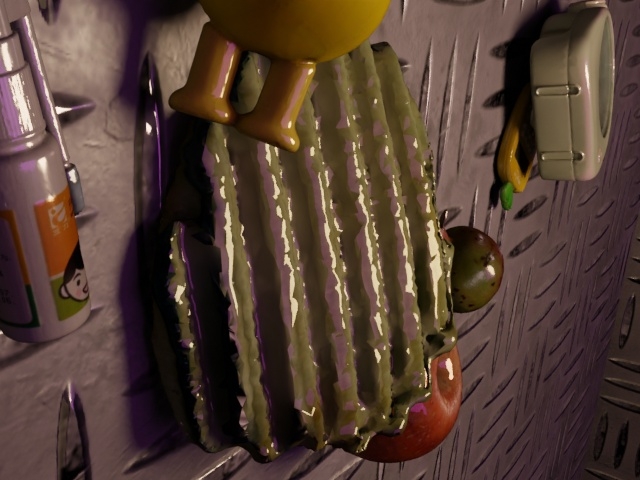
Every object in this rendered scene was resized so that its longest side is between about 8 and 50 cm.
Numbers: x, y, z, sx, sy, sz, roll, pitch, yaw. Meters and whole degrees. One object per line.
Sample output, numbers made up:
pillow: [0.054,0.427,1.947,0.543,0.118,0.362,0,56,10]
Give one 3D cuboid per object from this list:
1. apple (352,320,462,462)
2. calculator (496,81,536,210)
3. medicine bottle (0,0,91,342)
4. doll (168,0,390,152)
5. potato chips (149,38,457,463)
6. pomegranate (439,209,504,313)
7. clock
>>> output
apple: [0.075,0.163,0.922,0.201,0.162,0.201,27,60,-59]
calculator: [0.352,-0.168,1.364,0.146,0.032,0.235,38,69,-58]
medicine bottle: [-0.185,-0.050,0.483,0.092,0.061,0.221,-73,163,-60]
doll: [-0.012,-0.251,0.549,0.145,0.199,0.363,-119,-132,-73]
potato chips: [0.000,0.000,0.732,0.358,0.070,0.429,-17,103,-38]
pomegranate: [0.188,0.026,1.110,0.159,0.129,0.129,52,45,-2]
clock: [0.449,-0.279,1.359,0.324,0.108,0.265,-56,139,-46]
